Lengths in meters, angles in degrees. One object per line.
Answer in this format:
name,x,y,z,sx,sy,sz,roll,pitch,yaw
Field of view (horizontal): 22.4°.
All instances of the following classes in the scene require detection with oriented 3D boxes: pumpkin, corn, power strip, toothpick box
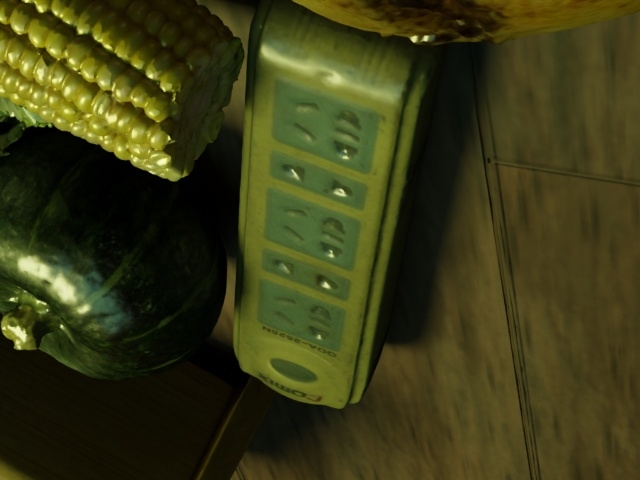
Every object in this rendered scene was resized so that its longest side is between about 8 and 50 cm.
pumpkin,-0.132,0.011,0.937,0.167,0.125,0.167,11,151,6
corn,-0.153,-0.118,0.761,0.244,0.093,0.093,28,150,1
power strip,0.000,0.000,0.897,0.092,0.066,0.387,19,150,8
toothpick box,-0.220,0.115,1.115,0.308,0.190,0.187,31,149,-7

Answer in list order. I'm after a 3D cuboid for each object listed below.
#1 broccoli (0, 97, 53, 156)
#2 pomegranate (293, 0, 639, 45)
broccoli,-0.180,-0.078,0.862,0.097,0.092,0.095,34,130,8
pomegranate,0.044,-0.178,0.425,0.260,0.260,0.260,16,149,10
